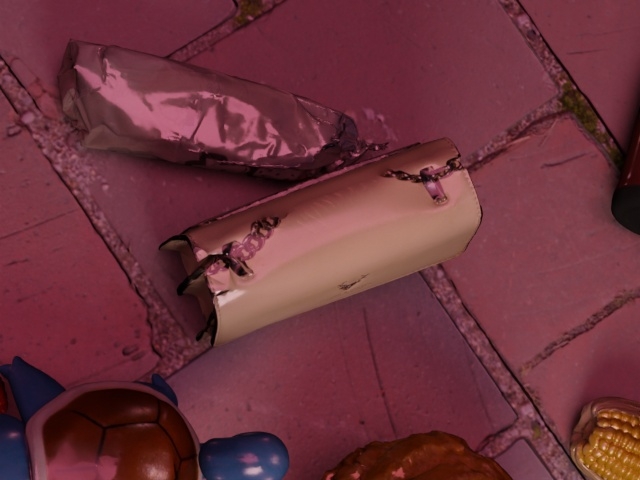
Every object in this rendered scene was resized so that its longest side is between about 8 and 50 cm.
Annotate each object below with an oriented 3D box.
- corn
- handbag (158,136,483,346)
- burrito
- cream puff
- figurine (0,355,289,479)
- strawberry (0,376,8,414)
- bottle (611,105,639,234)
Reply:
[{"bbox_3d":[0.476,0.315,2.050,0.305,0.122,0.123,31,45,-10],"label":"corn"},{"bbox_3d":[0.000,0.000,1.903,0.358,0.237,0.160,-21,84,-15],"label":"handbag"},{"bbox_3d":[-0.123,-0.150,1.982,0.445,0.101,0.139,13,71,-13],"label":"burrito"},{"bbox_3d":[0.112,0.404,1.854,0.327,0.231,0.343,-33,107,-45],"label":"cream puff"},{"bbox_3d":[-0.253,0.281,1.799,0.416,0.243,0.298,-2,88,-12],"label":"figurine"},{"bbox_3d":[-0.476,0.129,1.838,0.228,0.098,0.174,32,55,-29],"label":"strawberry"},{"bbox_3d":[0.516,-0.172,2.138,0.144,0.144,0.336,22,73,-10],"label":"bottle"}]
